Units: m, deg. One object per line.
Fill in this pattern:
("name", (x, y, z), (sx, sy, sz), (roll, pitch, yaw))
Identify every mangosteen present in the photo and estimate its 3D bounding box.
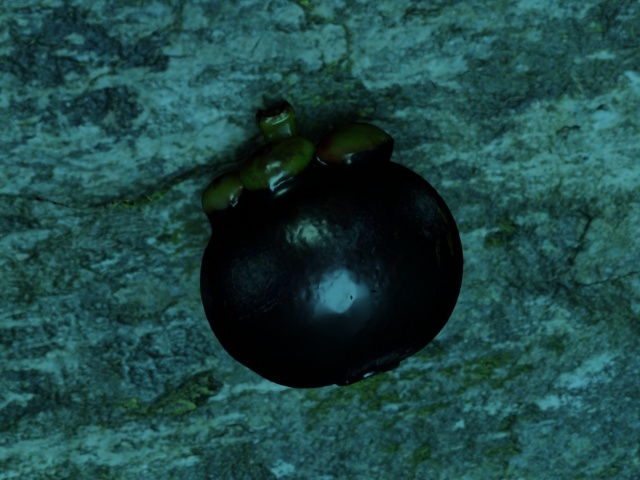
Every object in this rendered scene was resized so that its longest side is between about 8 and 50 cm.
("mangosteen", (0.000, 0.000, 1.983), (0.275, 0.275, 0.302), (-19, 85, -5))
